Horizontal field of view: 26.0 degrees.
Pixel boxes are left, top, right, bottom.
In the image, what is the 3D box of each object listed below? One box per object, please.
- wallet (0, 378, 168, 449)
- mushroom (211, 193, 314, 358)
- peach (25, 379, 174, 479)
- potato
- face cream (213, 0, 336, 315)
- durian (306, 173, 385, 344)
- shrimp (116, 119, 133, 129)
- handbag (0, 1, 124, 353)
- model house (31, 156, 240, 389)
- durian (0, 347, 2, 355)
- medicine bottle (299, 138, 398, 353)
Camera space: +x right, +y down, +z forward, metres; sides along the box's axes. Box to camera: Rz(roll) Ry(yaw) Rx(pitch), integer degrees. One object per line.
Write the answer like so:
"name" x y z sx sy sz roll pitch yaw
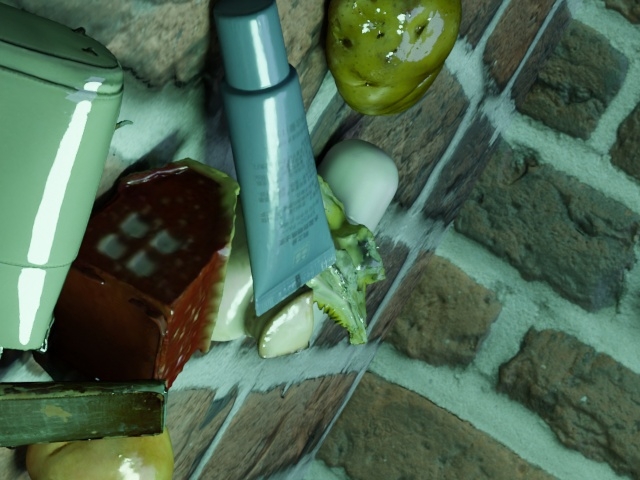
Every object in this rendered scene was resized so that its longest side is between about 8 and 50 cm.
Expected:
"wallet" -0.276 0.176 1.434 0.122 0.232 0.031 103 -18 -57
"mushroom" -0.117 0.034 1.760 0.162 0.236 0.173 -16 123 -20
"peach" -0.263 0.258 1.672 0.184 0.184 0.184 -54 165 -21
"potato" 0.103 -0.266 1.904 0.369 0.176 0.195 66 29 -78
"face cream" -0.055 -0.097 1.576 0.135 0.086 0.385 -34 132 -31
"durian" -0.002 0.013 1.985 0.172 0.166 0.306 -42 124 -20
"shrimp" -0.235 -0.072 1.299 0.073 0.075 0.190 20 90 -44
"handbag" -0.283 -0.024 0.982 0.315 0.241 0.109 -64 -156 20
"model house" -0.180 0.040 1.537 0.254 0.160 0.196 -48 162 -41
"durian" -0.315 0.090 1.127 0.352 0.169 0.158 -69 161 2
"medicine bottle" 0.000 0.000 2.146 0.341 0.130 0.130 -60 166 2
